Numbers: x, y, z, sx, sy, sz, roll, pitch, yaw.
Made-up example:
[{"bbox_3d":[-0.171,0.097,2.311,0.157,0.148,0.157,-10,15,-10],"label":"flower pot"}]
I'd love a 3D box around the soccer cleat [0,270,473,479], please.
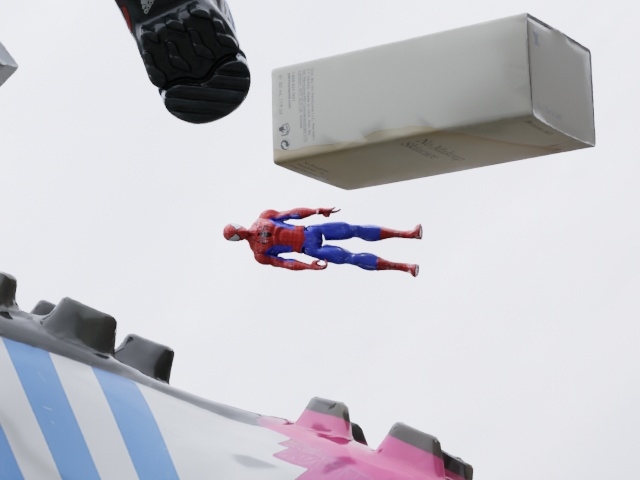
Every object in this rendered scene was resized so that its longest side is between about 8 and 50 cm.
[{"bbox_3d":[-0.036,0.121,0.657,0.116,0.331,0.143,34,-104,-58],"label":"soccer cleat"}]

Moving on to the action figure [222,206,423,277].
[{"bbox_3d":[0.000,0.000,1.027,0.115,0.038,0.030,4,-4,9],"label":"action figure"}]

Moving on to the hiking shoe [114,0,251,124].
[{"bbox_3d":[-0.151,-0.247,1.564,0.113,0.304,0.132,-17,7,-2],"label":"hiking shoe"}]

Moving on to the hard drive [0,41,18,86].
[{"bbox_3d":[-0.387,-0.094,1.298,0.307,0.203,0.040,-44,-15,14],"label":"hard drive"}]

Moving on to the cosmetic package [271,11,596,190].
[{"bbox_3d":[0.117,-0.141,1.873,0.309,0.113,0.160,-8,-14,33],"label":"cosmetic package"}]
